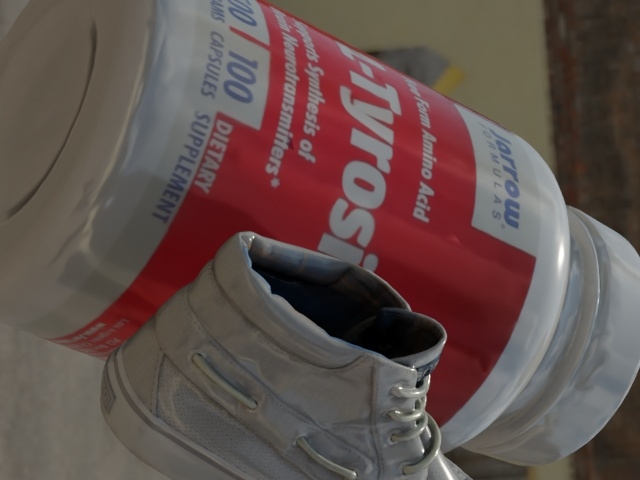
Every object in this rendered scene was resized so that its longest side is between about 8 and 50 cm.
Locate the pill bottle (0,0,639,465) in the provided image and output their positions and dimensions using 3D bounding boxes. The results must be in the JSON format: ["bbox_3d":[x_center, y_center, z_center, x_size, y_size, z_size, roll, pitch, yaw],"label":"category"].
[{"bbox_3d":[0.000,0.000,0.991,0.229,0.407,0.229,-35,-137,41],"label":"pill bottle"}]

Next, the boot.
[{"bbox_3d":[0.028,0.093,0.801,0.123,0.258,0.095,-46,-150,27],"label":"boot"}]
